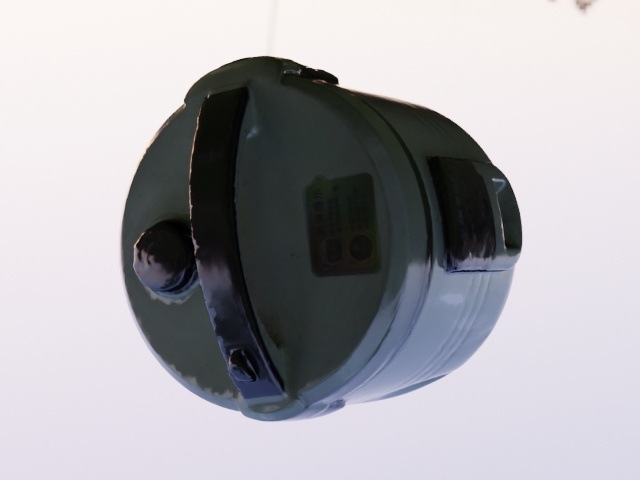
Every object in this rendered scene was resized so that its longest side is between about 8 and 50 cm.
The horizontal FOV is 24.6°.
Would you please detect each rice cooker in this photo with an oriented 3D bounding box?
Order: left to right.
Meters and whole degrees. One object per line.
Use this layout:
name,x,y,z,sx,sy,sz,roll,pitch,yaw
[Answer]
rice cooker,0.000,0.000,0.947,0.226,0.226,0.244,19,-172,32
